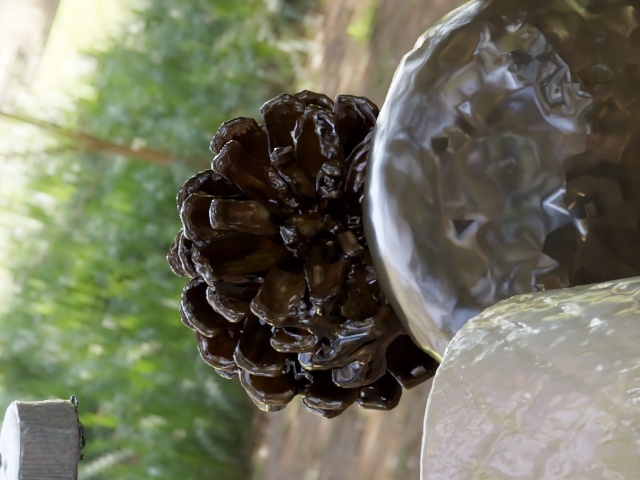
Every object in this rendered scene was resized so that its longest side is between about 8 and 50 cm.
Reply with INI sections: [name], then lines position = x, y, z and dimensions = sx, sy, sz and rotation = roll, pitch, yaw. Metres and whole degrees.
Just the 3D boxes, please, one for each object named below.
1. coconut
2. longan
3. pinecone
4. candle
[coconut]
position = 0.191, 0.165, 1.063
dimensions = 0.329, 0.328, 0.329
rotation = -162, 90, -79
[longan]
position = 0.241, -0.053, 1.861
dimensions = 0.404, 0.403, 0.436
rotation = -110, 28, -72
[pinecone]
position = 0.000, 0.000, 2.152
dimensions = 0.398, 0.397, 0.398
rotation = -162, 90, -79
[candle]
position = -0.258, 0.243, 1.623
dimensions = 0.168, 0.068, 0.192
rotation = 134, 138, -62
